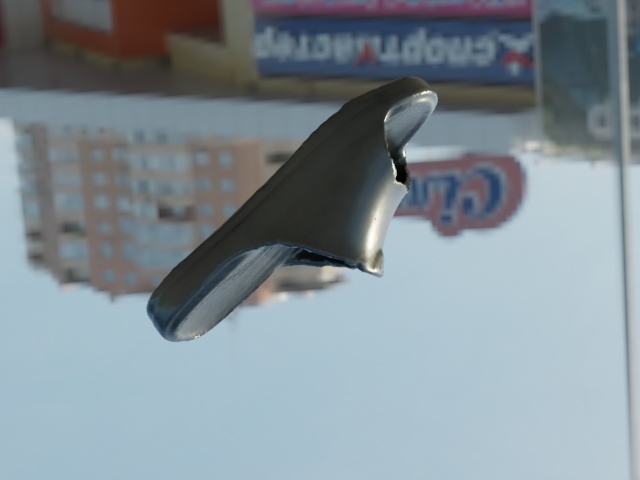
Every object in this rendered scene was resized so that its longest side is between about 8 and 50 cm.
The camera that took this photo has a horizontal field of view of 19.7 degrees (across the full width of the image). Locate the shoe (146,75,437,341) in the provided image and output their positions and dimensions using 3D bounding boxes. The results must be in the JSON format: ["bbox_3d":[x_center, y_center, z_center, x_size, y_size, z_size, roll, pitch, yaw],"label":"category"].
[{"bbox_3d":[0.000,0.000,1.202,0.241,0.093,0.108,-42,167,7],"label":"shoe"}]
